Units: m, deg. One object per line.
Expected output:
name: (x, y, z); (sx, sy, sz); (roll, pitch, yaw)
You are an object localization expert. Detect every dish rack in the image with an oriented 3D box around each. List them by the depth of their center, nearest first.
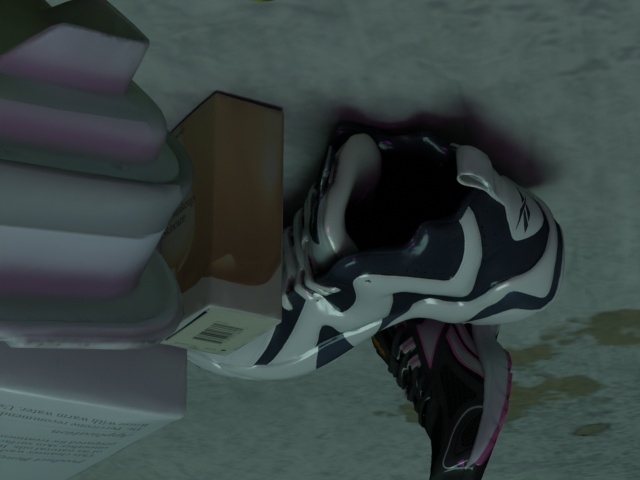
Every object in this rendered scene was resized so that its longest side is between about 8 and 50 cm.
dish rack: (-0.190, -0.088, 0.342); (0.333, 0.285, 0.072); (6, 123, -56)

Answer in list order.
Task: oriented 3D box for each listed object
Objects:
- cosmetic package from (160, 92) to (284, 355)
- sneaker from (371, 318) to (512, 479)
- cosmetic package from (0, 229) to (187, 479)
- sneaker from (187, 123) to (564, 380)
cosmetic package: (-0.049, -0.007, 0.708); (0.041, 0.115, 0.060); (14, 150, -29)
sneaker: (0.065, 0.071, 0.828); (0.077, 0.178, 0.072); (9, 130, -1)
cosmetic package: (-0.255, 0.067, 0.818); (0.217, 0.156, 0.385); (16, 152, -32)
sneaker: (0.000, 0.000, 0.762); (0.235, 0.094, 0.153); (-7, 150, 22)
